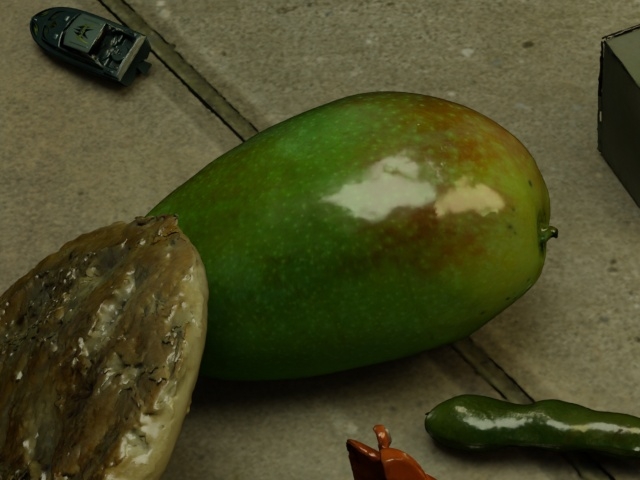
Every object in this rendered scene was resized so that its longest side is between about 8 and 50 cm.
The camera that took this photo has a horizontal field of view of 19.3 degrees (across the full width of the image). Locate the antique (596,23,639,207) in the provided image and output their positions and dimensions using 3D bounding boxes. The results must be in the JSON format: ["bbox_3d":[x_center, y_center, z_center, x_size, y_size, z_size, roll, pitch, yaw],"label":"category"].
[{"bbox_3d":[0.333,-0.106,1.616,0.146,0.152,0.148,-19,50,-9],"label":"antique"}]

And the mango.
[{"bbox_3d":[0.000,0.000,1.534,0.381,0.201,0.225,-14,67,12],"label":"mango"}]

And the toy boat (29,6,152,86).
[{"bbox_3d":[-0.232,-0.196,1.835,0.141,0.060,0.055,24,79,32],"label":"toy boat"}]

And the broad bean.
[{"bbox_3d":[0.206,0.154,1.465,0.256,0.052,0.053,9,91,11],"label":"broad bean"}]

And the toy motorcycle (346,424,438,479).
[{"bbox_3d":[-0.019,0.247,1.336,0.325,0.148,0.221,-13,37,1],"label":"toy motorcycle"}]

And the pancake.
[{"bbox_3d":[-0.200,0.124,1.414,0.356,0.065,0.356,-36,36,32],"label":"pancake"}]
